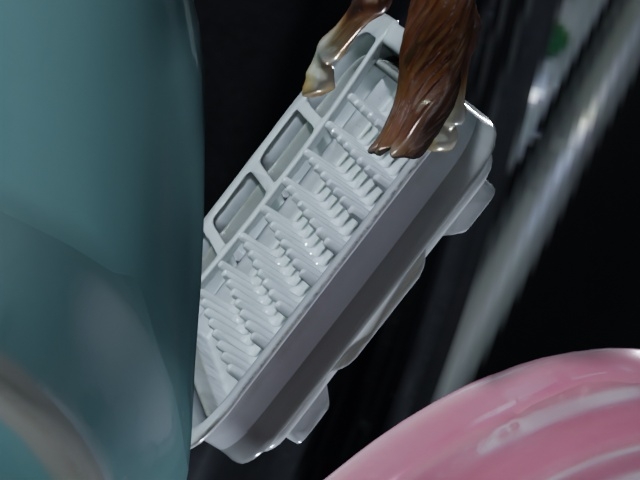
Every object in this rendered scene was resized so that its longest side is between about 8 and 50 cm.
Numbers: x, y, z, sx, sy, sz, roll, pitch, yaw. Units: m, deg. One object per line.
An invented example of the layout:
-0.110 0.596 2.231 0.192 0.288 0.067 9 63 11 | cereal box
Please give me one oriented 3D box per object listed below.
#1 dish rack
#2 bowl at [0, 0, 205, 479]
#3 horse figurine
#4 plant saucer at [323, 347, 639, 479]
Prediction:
0.000 0.000 1.252 0.072 0.333 0.285 37 -85 -15 | dish rack
-0.153 0.032 0.453 0.311 0.163 0.311 -13 -49 -15 | bowl
0.005 -0.143 0.700 0.066 0.263 0.174 -10 -47 -22 | horse figurine
0.082 0.204 0.738 0.332 0.084 0.332 -18 -54 -28 | plant saucer
